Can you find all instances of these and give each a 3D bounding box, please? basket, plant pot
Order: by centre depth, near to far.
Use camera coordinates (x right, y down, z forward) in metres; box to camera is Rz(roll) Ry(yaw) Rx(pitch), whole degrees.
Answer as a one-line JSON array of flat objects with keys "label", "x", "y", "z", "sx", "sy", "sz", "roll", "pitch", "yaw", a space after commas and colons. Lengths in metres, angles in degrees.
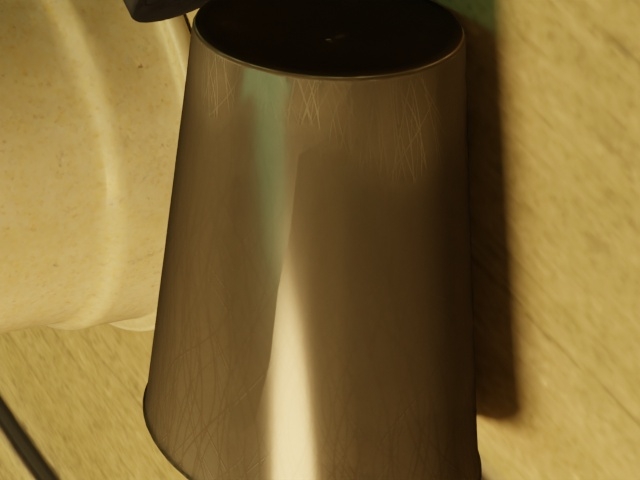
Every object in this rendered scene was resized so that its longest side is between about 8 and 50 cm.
[{"label": "basket", "x": 0.000, "y": 0.000, "z": 0.935, "sx": 0.204, "sy": 0.154, "sz": 0.227, "roll": 33, "pitch": 130, "yaw": 43}, {"label": "plant pot", "x": -0.280, "y": -0.055, "z": 1.180, "sx": 0.334, "sy": 0.305, "sz": 0.334, "roll": 34, "pitch": 135, "yaw": 44}]

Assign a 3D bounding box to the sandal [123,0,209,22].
[{"label": "sandal", "x": -0.036, "y": -0.171, "z": 0.948, "sx": 0.054, "sy": 0.097, "sz": 0.254, "roll": 63, "pitch": 159, "yaw": 12}]
